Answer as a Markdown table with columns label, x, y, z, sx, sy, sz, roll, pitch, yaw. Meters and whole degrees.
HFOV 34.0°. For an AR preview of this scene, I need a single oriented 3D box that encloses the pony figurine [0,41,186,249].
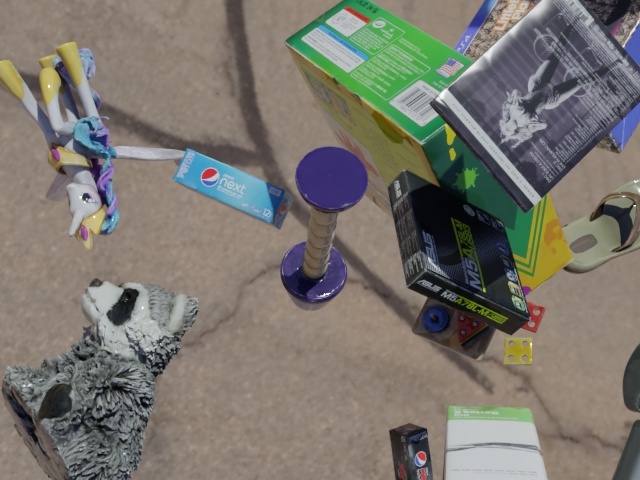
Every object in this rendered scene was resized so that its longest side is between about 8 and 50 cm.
| label | x | y | z | sx | sy | sz | roll | pitch | yaw |
| --- | --- | --- | --- | --- | --- | --- | --- | --- | --- |
| pony figurine | -0.445 | -0.183 | 1.981 | 0.351 | 0.302 | 0.364 | -44 | 114 | -71 |

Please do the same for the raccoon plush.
| label | x | y | z | sx | sy | sz | roll | pitch | yaw |
| --- | --- | --- | --- | --- | --- | --- | --- | --- | --- |
| raccoon plush | -0.291 | 0.274 | 1.620 | 0.299 | 0.216 | 0.447 | -31 | 123 | -29 |

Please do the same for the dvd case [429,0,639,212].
| label | x | y | z | sx | sy | sz | roll | pitch | yaw |
| --- | --- | --- | --- | --- | --- | --- | --- | --- | --- |
| dvd case | 0.252 | -0.164 | 1.177 | 0.221 | 0.018 | 0.164 | -43 | 95 | -13 |

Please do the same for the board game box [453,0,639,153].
| label | x | y | z | sx | sy | sz | roll | pitch | yaw |
| --- | --- | --- | --- | --- | --- | --- | --- | --- | --- |
| board game box | 0.386 | -0.299 | 1.658 | 0.141 | 0.291 | 0.232 | 42 | 76 | -45 |

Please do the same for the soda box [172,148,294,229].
| label | x | y | z | sx | sy | sz | roll | pitch | yaw |
| --- | --- | --- | --- | --- | --- | --- | --- | --- | --- |
| soda box | -0.159 | -0.095 | 1.916 | 0.210 | 0.067 | 0.071 | 25 | -3 | 17 |

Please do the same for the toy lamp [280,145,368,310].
| label | x | y | z | sx | sy | sz | roll | pitch | yaw |
| --- | --- | --- | --- | --- | --- | --- | --- | --- | --- |
| toy lamp | 0.000 | 0.000 | 1.115 | 0.080 | 0.275 | 0.080 | 3 | 62 | -6 |

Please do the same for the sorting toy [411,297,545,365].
| label | x | y | z | sx | sy | sz | roll | pitch | yaw |
| --- | --- | --- | --- | --- | --- | --- | --- | --- | --- |
| sorting toy | 0.244 | 0.121 | 1.774 | 0.274 | 0.132 | 0.046 | 23 | -13 | 26 |

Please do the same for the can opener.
| label | x | y | z | sx | sy | sz | roll | pitch | yaw |
| --- | --- | --- | --- | --- | --- | --- | --- | --- | --- |
| can opener | 0.433 | 0.271 | 1.401 | 0.074 | 0.093 | 0.280 | 34 | 69 | -27 |

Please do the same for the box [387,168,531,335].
| label | x | y | z | sx | sy | sz | roll | pitch | yaw |
| --- | --- | --- | --- | --- | --- | --- | --- | --- | --- |
| box | 0.180 | 0.014 | 1.373 | 0.184 | 0.045 | 0.191 | 27 | 36 | -28 |

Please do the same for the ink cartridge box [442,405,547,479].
| label | x | y | z | sx | sy | sz | roll | pitch | yaw |
| --- | --- | --- | --- | --- | --- | --- | --- | --- | --- |
| ink cartridge box | 0.198 | 0.328 | 1.220 | 0.273 | 0.114 | 0.199 | -47 | 139 | -78 |

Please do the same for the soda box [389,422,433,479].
| label | x | y | z | sx | sy | sz | roll | pitch | yaw |
| --- | --- | --- | --- | --- | --- | --- | --- | --- | --- |
| soda box | 0.178 | 0.442 | 2.015 | 0.053 | 0.060 | 0.169 | -13 | 100 | -32 |

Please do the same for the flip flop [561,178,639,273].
| label | x | y | z | sx | sy | sz | roll | pitch | yaw |
| --- | --- | --- | --- | --- | --- | --- | --- | --- | --- |
| flip flop | 0.492 | -0.033 | 1.752 | 0.277 | 0.080 | 0.112 | -24 | 66 | -32 |

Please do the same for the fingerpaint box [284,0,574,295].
| label | x | y | z | sx | sy | sz | roll | pitch | yaw |
| --- | --- | --- | --- | --- | --- | --- | --- | --- | --- |
| fingerpaint box | 0.170 | -0.150 | 1.674 | 0.445 | 0.163 | 0.371 | 46 | -11 | 51 |
